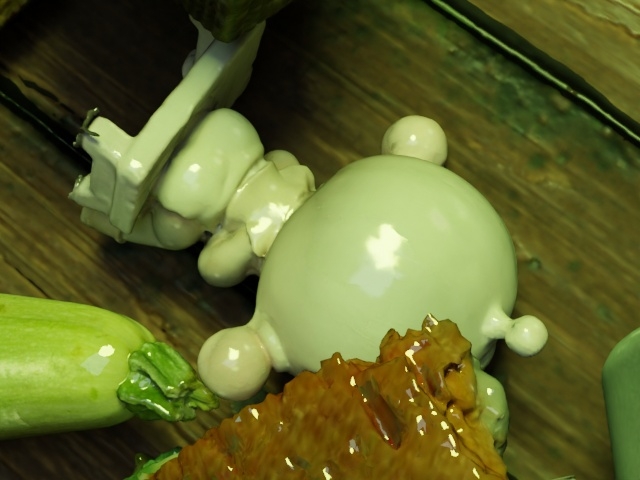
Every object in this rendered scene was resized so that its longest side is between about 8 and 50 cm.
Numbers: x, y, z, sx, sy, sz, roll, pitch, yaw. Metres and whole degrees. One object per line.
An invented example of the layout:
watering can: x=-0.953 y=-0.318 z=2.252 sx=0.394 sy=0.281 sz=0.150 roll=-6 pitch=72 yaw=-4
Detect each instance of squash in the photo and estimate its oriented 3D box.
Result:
squash: x=-0.151 y=0.075 z=0.716 sx=0.224 sy=0.094 sz=0.094 roll=-1 pitch=77 yaw=27

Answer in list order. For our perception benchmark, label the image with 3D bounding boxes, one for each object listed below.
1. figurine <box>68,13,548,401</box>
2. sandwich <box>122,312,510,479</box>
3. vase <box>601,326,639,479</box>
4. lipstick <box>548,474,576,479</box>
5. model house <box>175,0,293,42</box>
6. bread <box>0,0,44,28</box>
figurine: x=0.004 y=-0.009 z=0.714 sx=0.256 sy=0.182 sz=0.144 roll=30 pitch=127 yaw=10
sandwich: x=0.020 y=0.158 z=0.589 sx=0.212 sy=0.109 sz=0.292 roll=-44 pitch=65 yaw=21
vase: x=0.241 y=0.171 z=0.585 sx=0.245 sy=0.245 sz=0.291 roll=-9 pitch=68 yaw=10
lipstick: x=0.129 y=0.187 z=0.689 sx=0.038 sy=0.038 sz=0.131 roll=-16 pitch=76 yaw=8
model house: x=-0.088 y=-0.200 z=0.668 sx=0.214 sy=0.195 sz=0.189 roll=8 pitch=76 yaw=-11
bread: x=-0.252 y=-0.206 z=0.793 sx=0.204 sy=0.162 sz=0.262 roll=33 pitch=72 yaw=27
